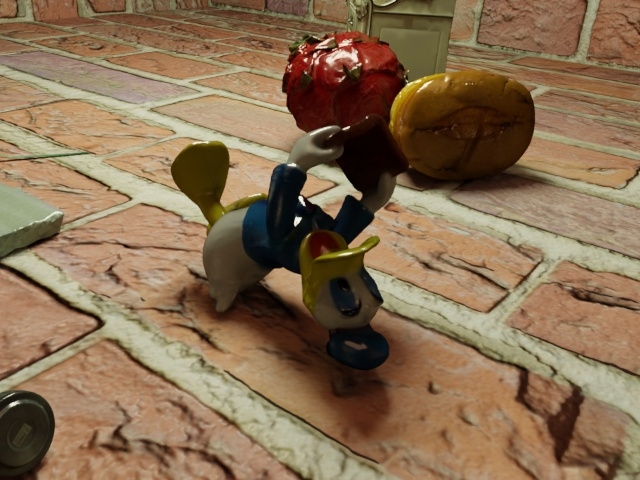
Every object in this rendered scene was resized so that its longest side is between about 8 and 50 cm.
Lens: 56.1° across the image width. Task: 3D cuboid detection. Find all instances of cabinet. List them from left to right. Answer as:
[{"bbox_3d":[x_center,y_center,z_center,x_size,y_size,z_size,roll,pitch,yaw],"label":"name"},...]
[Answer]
[{"bbox_3d":[0.165,-0.459,1.432,0.227,0.318,0.290,1,28,-3],"label":"cabinet"}]

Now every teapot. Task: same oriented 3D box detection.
[{"bbox_3d":[-0.262,0.162,0.479,0.057,0.066,0.088,-4,44,30],"label":"teapot"}]

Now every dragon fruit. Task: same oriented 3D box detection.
[{"bbox_3d":[0.066,-0.299,1.204,0.298,0.245,0.244,13,23,-22],"label":"dragon fruit"}]

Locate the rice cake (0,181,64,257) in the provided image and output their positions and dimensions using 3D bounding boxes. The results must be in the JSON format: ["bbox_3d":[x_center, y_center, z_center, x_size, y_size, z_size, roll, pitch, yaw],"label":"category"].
[{"bbox_3d":[-0.484,-0.043,0.859,0.237,0.043,0.127,18,30,25],"label":"rice cake"}]

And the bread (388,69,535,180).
[{"bbox_3d":[0.258,-0.212,1.102,0.269,0.196,0.142,-3,18,-18],"label":"bread"}]

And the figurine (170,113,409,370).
[{"bbox_3d":[0.000,0.000,0.678,0.204,0.283,0.338,33,19,-50],"label":"figurine"}]

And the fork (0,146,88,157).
[{"bbox_3d":[-0.551,-0.159,1.101,0.235,0.021,0.039,-10,33,-23],"label":"fork"}]
